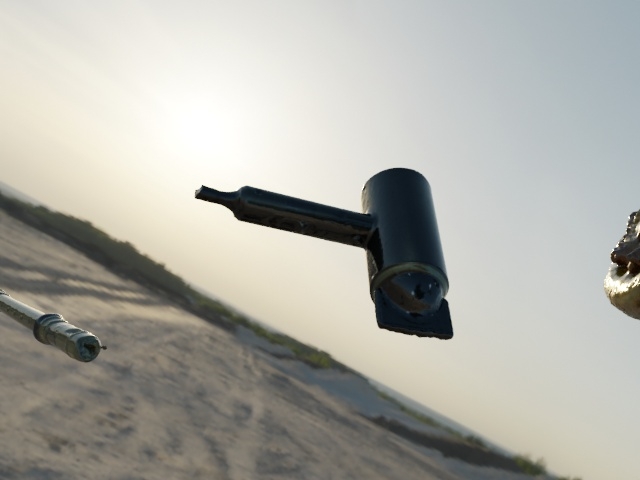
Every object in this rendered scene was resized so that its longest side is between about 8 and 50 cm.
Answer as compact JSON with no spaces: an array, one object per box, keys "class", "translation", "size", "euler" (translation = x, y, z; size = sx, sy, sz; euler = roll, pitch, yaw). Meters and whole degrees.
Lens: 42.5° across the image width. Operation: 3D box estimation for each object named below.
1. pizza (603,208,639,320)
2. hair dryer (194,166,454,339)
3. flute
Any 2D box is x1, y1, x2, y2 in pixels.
[{"class":"pizza","translation":[0.234,-0.010,0.532],"size":[0.046,0.134,0.175],"euler":[45,11,5]},{"class":"hair dryer","translation":[0.000,0.000,0.781],"size":[0.248,0.078,0.196],"euler":[12,40,-11]},{"class":"flute","translation":[-0.231,0.062,0.655],"size":[0.027,0.027,0.233],"euler":[33,-13,-38]}]
